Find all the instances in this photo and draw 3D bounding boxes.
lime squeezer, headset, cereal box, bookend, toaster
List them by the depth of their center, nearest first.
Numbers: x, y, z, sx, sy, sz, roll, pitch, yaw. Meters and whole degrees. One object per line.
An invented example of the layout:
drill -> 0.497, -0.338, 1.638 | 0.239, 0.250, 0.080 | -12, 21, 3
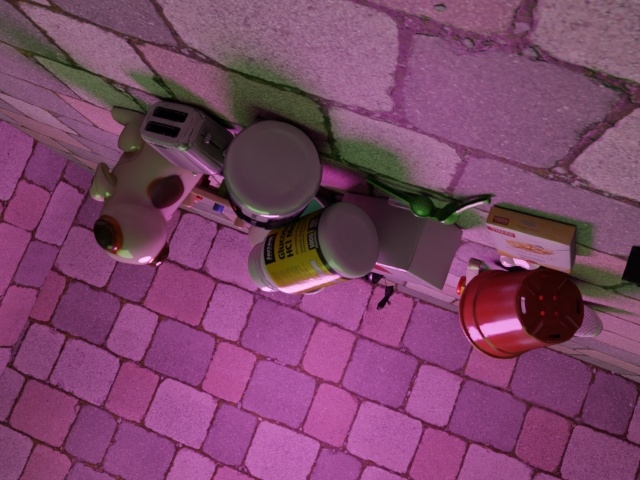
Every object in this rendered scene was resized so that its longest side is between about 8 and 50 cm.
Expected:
bookend -> 0.691, 0.084, 1.144 | 0.157, 0.072, 0.156 | 16, 171, 39
cereal box -> 0.466, 0.002, 1.290 | 0.173, 0.047, 0.240 | 18, 171, 28
lime squeezer -> 0.241, -0.081, 1.307 | 0.310, 0.058, 0.110 | 17, 171, 39
toaster -> -0.330, -0.253, 1.430 | 0.227, 0.129, 0.146 | 20, 169, 31
headset -> 0.178, 0.130, 2.482 | 0.394, 0.185, 0.243 | 40, 165, -31

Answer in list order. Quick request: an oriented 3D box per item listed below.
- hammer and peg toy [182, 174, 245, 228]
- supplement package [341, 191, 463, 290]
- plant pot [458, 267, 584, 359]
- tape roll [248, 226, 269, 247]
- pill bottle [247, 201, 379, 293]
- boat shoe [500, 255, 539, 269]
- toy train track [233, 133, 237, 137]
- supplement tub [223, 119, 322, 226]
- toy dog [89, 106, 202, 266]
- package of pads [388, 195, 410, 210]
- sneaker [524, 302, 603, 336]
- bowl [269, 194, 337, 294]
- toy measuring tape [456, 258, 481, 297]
hammer and peg toy -> -0.386, -0.172, 2.007 | 0.362, 0.127, 0.266 | 23, -173, -7
supplement package -> 0.189, -0.001, 1.556 | 0.293, 0.175, 0.178 | 14, 169, 45
plant pot -> 0.572, 0.194, 1.650 | 0.273, 0.272, 0.265 | 23, 164, -7
tape roll -> -0.103, -0.010, 2.038 | 0.286, 0.100, 0.286 | 24, -151, -14
pill bottle -> -0.031, 0.033, 1.490 | 0.188, 0.187, 0.334 | 27, 148, -36
boat shoe -> 0.517, 0.047, 1.503 | 0.125, 0.038, 0.046 | -6, 110, 63
toy train track -> -0.210, -0.253, 1.512 | 0.048, 0.014, 0.083 | 20, 172, 8
supplement tub -> -0.114, -0.134, 1.345 | 0.207, 0.207, 0.338 | 22, 172, -4
toy dog -> -0.492, -0.124, 1.706 | 0.396, 0.407, 0.285 | 17, 172, 32
package of pads -> 0.209, -0.089, 1.402 | 0.083, 0.031, 0.050 | 17, -171, 32
sneaker -> 0.815, 0.246, 1.892 | 0.161, 0.102, 0.282 | 22, -176, -27
bowl -> 0.000, 0.000, 1.799 | 0.163, 0.311, 0.312 | -7, -165, -42
toy measuring tape -> 0.519, 0.129, 1.970 | 0.121, 0.121, 0.330 | 19, 149, 23
